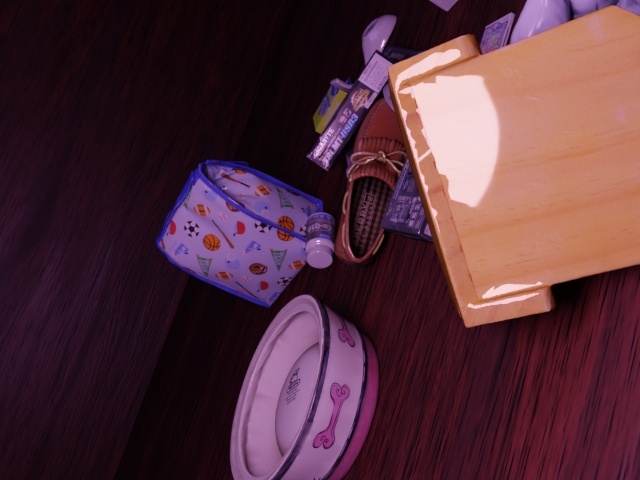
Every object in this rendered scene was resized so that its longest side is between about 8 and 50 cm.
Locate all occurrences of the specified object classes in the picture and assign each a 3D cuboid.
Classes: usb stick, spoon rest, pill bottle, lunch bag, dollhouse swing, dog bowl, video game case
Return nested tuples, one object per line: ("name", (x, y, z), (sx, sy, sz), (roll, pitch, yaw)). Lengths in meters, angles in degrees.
("usb stick", (0.213, -0.459, 1.748), (0.077, 0.045, 0.278), (-63, 20, 12))
("spoon rest", (0.141, -0.553, 2.013), (0.276, 0.084, 0.137), (-55, 21, -6))
("pill bottle", (0.000, 0.000, 1.748), (0.078, 0.078, 0.137), (-50, 27, 39))
("lunch bag", (-0.232, -0.034, 1.925), (0.328, 0.385, 0.239), (-53, 25, 36))
("dollhouse swing", (0.284, -0.101, 0.920), (0.315, 0.305, 0.347), (-21, -87, -83))
("dog bowl", (-0.032, 0.324, 1.383), (0.408, 0.150, 0.408), (-53, 24, 36))
("video game case", (0.350, -0.396, 1.387), (0.087, 0.011, 0.122), (-9, 60, 67))

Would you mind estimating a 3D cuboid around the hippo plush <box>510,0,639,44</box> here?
("hippo plush", (0.361, -0.362, 0.982), (0.234, 0.294, 0.236), (-49, 13, 25))

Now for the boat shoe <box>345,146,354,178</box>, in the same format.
("boat shoe", (0.109, -0.165, 1.670), (0.083, 0.076, 0.226), (-14, 26, 7))

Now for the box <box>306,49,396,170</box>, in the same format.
("box", (0.082, -0.312, 1.692), (0.293, 0.073, 0.295), (-54, 0, 9))

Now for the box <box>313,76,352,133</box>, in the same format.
("box", (0.038, -0.435, 2.168), (0.178, 0.042, 0.109), (-57, 23, 27))

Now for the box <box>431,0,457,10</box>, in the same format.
("box", (0.297, -0.636, 1.646), (0.087, 0.102, 0.101), (-40, 34, 48))

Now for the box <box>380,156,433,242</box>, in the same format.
("box", (0.216, -0.116, 1.356), (0.233, 0.059, 0.183), (-68, 20, -2))

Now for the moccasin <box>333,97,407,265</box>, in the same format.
("moccasin", (0.116, -0.132, 1.481), (0.147, 0.139, 0.380), (150, 142, -81))

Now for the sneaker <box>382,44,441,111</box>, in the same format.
("sneaker", (0.219, -0.348, 1.468), (0.121, 0.108, 0.302), (-42, 15, 32))
